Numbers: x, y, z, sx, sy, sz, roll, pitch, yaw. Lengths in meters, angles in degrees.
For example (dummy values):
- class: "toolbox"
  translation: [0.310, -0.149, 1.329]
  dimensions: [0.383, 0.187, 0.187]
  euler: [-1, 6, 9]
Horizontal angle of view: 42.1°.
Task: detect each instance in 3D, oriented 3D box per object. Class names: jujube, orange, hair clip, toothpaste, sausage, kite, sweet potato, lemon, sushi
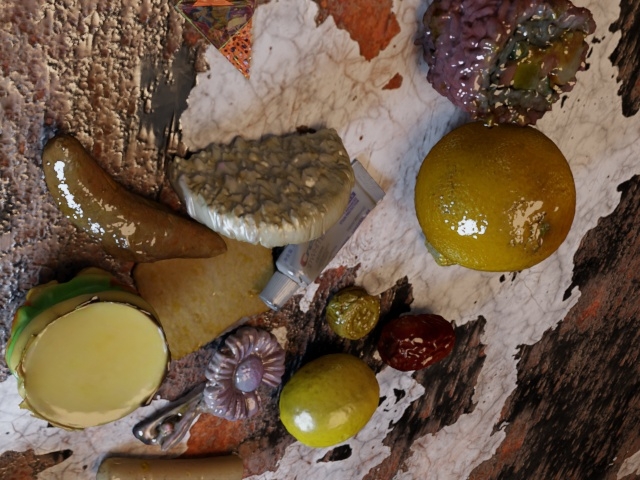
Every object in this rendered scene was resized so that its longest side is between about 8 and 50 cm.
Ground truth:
- class: "jujube"
  translation: [0.197, 0.203, 1.675]
  dimensions: [0.176, 0.109, 0.112]
  euler: [-2, 156, -39]
- class: "orange"
  translation: [0.296, -0.074, 1.419]
  dimensions: [0.274, 0.274, 0.274]
  euler: [-20, 132, -24]
- class: "hair clip"
  translation: [-0.188, 0.275, 1.464]
  dimensions: [0.300, 0.069, 0.173]
  euler: [-36, 136, -9]
- class: "toothpaste"
  translation: [0.000, 0.000, 1.408]
  dimensions: [0.282, 0.068, 0.099]
  euler: [-50, 165, -6]
- class: "sausage"
  translation: [-0.271, 0.427, 1.523]
  dimensions: [0.301, 0.066, 0.066]
  euler: [13, 113, -40]
- class: "kite"
  translation: [-0.137, -0.311, 1.105]
  dimensions: [0.125, 0.008, 0.222]
  euler: [-10, 127, -29]
- class: "sweet potato"
  translation: [-0.267, -0.027, 1.157]
  dimensions: [0.114, 0.092, 0.341]
  euler: [-42, 138, 9]
- class: "lemon"
  translation: [0.019, 0.298, 1.572]
  dimensions: [0.207, 0.170, 0.170]
  euler: [-31, 135, -17]
- class: "sushi"
  translation: [0.295, -0.314, 1.312]
  dimensions: [0.270, 0.171, 0.237]
  euler: [-6, 125, -37]

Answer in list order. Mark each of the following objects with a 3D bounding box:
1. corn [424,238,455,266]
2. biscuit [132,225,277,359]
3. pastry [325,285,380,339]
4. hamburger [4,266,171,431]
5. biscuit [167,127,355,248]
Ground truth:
- class: "corn"
  translation: [0.338, -0.039, 1.606]
  dimensions: [0.305, 0.106, 0.106]
  euler: [-23, 133, -18]
- class: "biscuit"
  translation: [-0.177, 0.073, 1.360]
  dimensions: [0.232, 0.013, 0.237]
  euler: [-27, 135, -18]
- class: "pastry"
  translation: [0.061, 0.135, 1.559]
  dimensions: [0.109, 0.057, 0.097]
  euler: [24, 100, -47]
- class: "hamburger"
  translation: [-0.339, 0.150, 1.199]
  dimensions: [0.237, 0.149, 0.237]
  euler: [-14, 121, -25]
- class: "biscuit"
  translation: [-0.073, -0.068, 1.230]
  dimensions: [0.281, 0.179, 0.084]
  euler: [-11, 149, -22]
